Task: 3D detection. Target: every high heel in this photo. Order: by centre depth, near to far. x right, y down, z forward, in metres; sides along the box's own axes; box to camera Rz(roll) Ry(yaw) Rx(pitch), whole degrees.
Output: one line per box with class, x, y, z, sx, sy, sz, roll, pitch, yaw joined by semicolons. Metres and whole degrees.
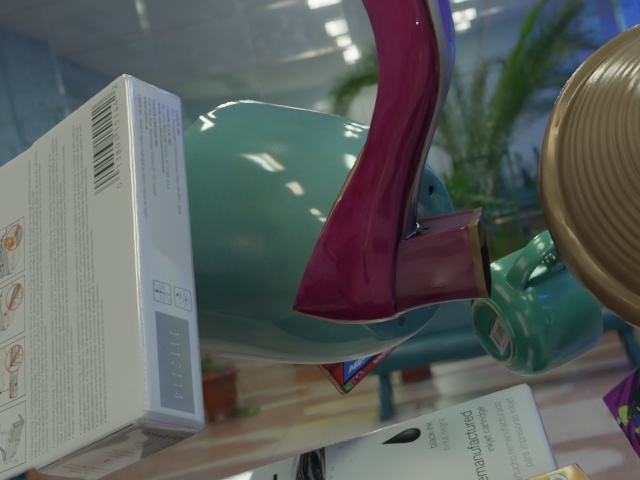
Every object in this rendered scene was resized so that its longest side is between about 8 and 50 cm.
high heel;0.030;-0.112;1.060;0.181;0.377;0.127;-8;6;14

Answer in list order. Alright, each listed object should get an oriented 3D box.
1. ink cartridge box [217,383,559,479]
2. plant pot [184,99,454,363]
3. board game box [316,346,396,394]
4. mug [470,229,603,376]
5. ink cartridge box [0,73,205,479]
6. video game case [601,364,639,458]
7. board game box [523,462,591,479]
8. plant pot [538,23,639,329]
ink cartridge box;0.054;0.331;1.167;0.395;0.166;0.285;-19;29;7
plant pot;0.000;0.000;1.322;0.235;0.293;0.293;8;16;43
board game box;0.081;0.058;1.633;0.281;0.145;0.027;-41;1;-25
mug;0.215;0.065;1.306;0.097;0.158;0.129;-24;16;-20
ink cartridge box;-0.212;0.050;1.022;0.261;0.296;0.066;-27;-33;35
video game case;0.373;0.155;1.044;0.042;0.210;0.232;-3;-36;-41
board game box;0.141;0.232;0.680;0.165;0.042;0.243;-12;34;-22
plant pot;0.262;-0.058;0.800;0.237;0.237;0.110;-13;-21;2
